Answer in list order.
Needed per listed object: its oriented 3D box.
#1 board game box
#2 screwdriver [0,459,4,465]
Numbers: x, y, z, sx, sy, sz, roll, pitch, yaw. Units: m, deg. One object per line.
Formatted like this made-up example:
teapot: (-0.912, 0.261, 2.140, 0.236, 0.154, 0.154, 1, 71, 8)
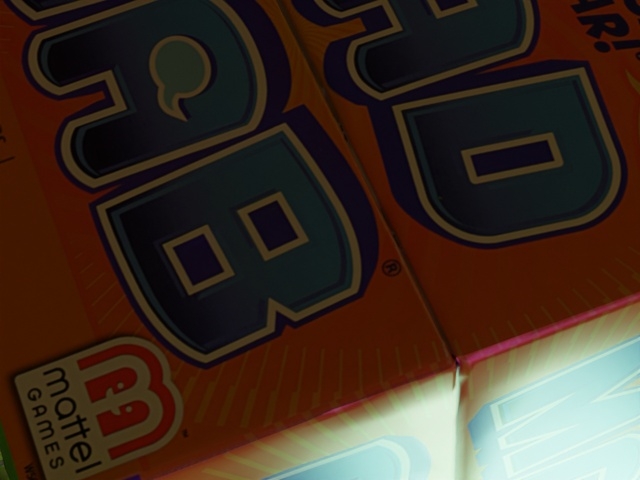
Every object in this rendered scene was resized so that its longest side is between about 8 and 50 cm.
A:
board game box: (0.000, 0.000, 0.855, 0.356, 0.356, 0.356, -20, 150, -9)
screwdriver: (-0.267, 0.178, 1.284, 0.170, 0.024, 0.025, -14, 120, -30)
